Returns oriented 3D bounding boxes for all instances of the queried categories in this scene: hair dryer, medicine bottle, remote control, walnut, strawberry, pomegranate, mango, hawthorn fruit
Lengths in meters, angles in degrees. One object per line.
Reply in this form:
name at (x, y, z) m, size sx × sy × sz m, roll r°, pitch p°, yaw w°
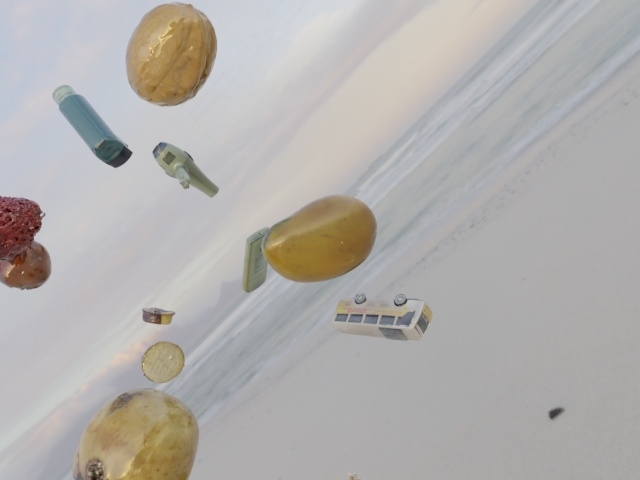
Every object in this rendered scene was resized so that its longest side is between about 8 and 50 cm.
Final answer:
hair dryer at (-0.494, -0.233, 2.002) m, size 0.119 × 0.298 × 0.296 m, roll -45°, pitch -34°, yaw 8°
medicine bottle at (-0.659, -0.328, 1.471) m, size 0.079 × 0.258 × 0.124 m, roll -41°, pitch -6°, yaw 3°
remote control at (-0.204, 0.065, 1.637) m, size 0.098 × 0.038 × 0.234 m, roll -35°, pitch -30°, yaw -41°
walnut at (-0.280, -0.349, 0.969) m, size 0.207 × 0.159 × 0.159 m, roll -52°, pitch -2°, yaw 32°
strawberry at (-0.822, -0.043, 1.334) m, size 0.201 × 0.184 × 0.187 m, roll -43°, pitch 2°, yaw -35°
pomegranate at (-0.369, 0.435, 1.050) m, size 0.260 × 0.260 × 0.260 m, roll -45°, pitch 2°, yaw 2°
mango at (0.000, 0.000, 1.318) m, size 0.317 × 0.212 × 0.173 m, roll -18°, pitch 24°, yaw -22°
hawthorn fruit at (-0.853, 0.059, 1.481) m, size 0.149 × 0.149 × 0.189 m, roll -51°, pitch -26°, yaw -72°

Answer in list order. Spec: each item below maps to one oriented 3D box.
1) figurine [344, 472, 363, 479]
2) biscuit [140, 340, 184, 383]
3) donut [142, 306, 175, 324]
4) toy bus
figurine at (0.102, 0.742, 1.573) m, size 0.064 × 0.109 × 0.047 m, roll -5°, pitch 44°, yaw 8°
biscuit at (-0.543, 0.420, 1.775) m, size 0.152 × 0.152 × 0.020 m, roll -45°, pitch 22°, yaw -21°
donut at (-0.691, 0.322, 2.185) m, size 0.140 × 0.140 × 0.059 m, roll 160°, pitch 119°, yaw -85°
toy bus at (0.204, 0.260, 1.760) m, size 0.342 × 0.097 × 0.138 m, roll -1°, pitch 49°, yaw 38°
